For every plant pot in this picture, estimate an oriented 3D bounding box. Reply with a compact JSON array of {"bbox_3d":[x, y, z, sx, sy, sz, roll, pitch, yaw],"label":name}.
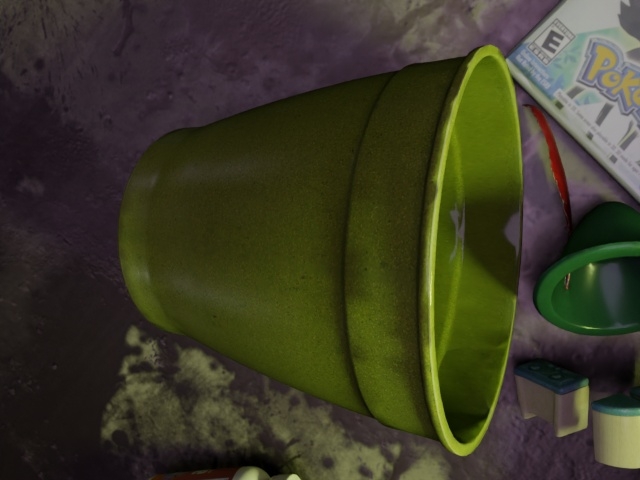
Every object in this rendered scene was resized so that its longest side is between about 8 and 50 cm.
[{"bbox_3d":[0.000,0.000,0.674,0.353,0.366,0.366,4,102,27],"label":"plant pot"}]

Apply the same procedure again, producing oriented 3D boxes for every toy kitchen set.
[{"bbox_3d":[0.355,0.146,0.732,0.207,0.166,0.122,-10,100,-21],"label":"toy kitchen set"}]

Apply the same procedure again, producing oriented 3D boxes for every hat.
[{"bbox_3d":[0.320,-0.021,0.728,0.173,0.183,0.208,-2,143,11],"label":"hat"}]

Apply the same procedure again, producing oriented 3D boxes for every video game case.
[{"bbox_3d":[0.412,-0.180,0.667,0.329,0.036,0.300,46,108,3],"label":"video game case"}]

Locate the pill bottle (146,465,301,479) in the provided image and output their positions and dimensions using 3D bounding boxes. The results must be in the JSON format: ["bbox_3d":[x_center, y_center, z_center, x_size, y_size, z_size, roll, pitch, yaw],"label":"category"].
[{"bbox_3d":[-0.133,0.371,0.872,0.216,0.121,0.121,-10,98,16],"label":"pill bottle"}]
